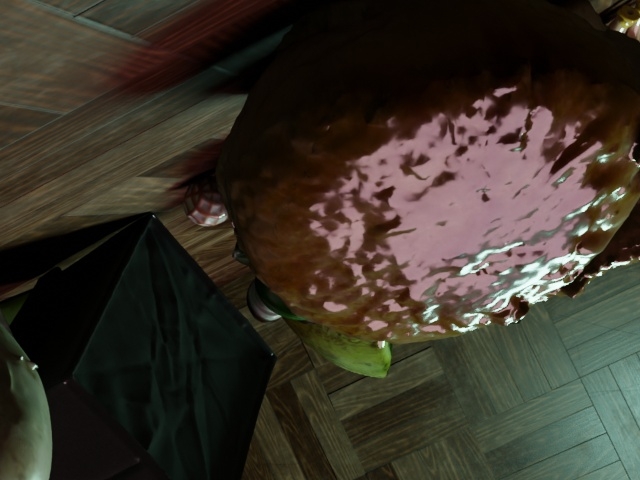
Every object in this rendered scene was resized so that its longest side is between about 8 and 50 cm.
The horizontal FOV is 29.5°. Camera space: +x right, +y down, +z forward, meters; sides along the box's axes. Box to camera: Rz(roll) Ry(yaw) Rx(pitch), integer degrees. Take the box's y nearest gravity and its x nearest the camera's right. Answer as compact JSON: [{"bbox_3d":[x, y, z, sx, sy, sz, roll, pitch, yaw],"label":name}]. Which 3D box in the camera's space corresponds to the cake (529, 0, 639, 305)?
[{"bbox_3d":[0.253,-0.091,1.362,0.256,0.290,0.282,-24,178,8],"label":"cake"}]

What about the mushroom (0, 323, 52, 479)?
[{"bbox_3d":[-0.352,0.128,0.901,0.297,0.297,0.290,-24,140,-28],"label":"mushroom"}]

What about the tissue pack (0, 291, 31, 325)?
[{"bbox_3d":[-0.359,0.211,1.624,0.200,0.274,0.167,-24,177,-33],"label":"tissue pack"}]

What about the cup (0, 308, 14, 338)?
[{"bbox_3d":[-0.382,0.087,1.205,0.133,0.136,0.099,-26,-146,-17],"label":"cup"}]

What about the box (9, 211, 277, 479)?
[{"bbox_3d":[-0.221,0.177,1.346,0.204,0.251,0.345,-30,-158,23],"label":"box"}]

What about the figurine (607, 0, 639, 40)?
[{"bbox_3d":[0.383,-0.235,1.634,0.175,0.115,0.240,-27,172,-23],"label":"figurine"}]

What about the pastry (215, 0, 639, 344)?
[{"bbox_3d":[0.083,-0.041,0.887,0.330,0.136,0.329,-10,137,-9],"label":"pastry"}]

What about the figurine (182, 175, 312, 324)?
[{"bbox_3d":[-0.014,-0.002,1.342,0.281,0.167,0.370,5,154,-8],"label":"figurine"}]

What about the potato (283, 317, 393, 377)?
[{"bbox_3d":[0.000,0.000,1.644,0.213,0.330,0.280,1,158,5],"label":"potato"}]

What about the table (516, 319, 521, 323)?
[{"bbox_3d":[0.188,0.005,1.601,0.172,0.193,0.169,1,171,6],"label":"table"}]
